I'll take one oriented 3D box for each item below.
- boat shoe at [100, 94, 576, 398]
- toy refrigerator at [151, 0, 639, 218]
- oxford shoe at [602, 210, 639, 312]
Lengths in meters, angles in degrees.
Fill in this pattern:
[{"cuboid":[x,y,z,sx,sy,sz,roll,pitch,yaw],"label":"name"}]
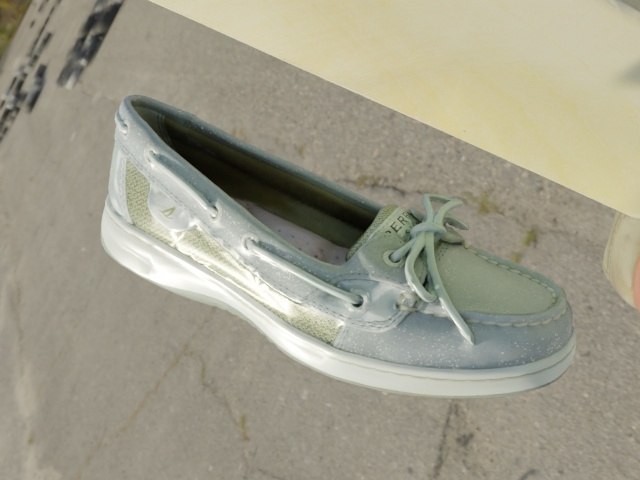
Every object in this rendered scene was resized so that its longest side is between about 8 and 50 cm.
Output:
[{"cuboid":[0.000,-0.001,0.478,0.118,0.320,0.103,-34,-41,-52],"label":"boat shoe"},{"cuboid":[0.053,-0.111,0.353,0.094,0.269,0.102,-56,23,35],"label":"toy refrigerator"},{"cuboid":[0.310,-0.103,0.609,0.130,0.122,0.349,-122,53,-68],"label":"oxford shoe"}]
